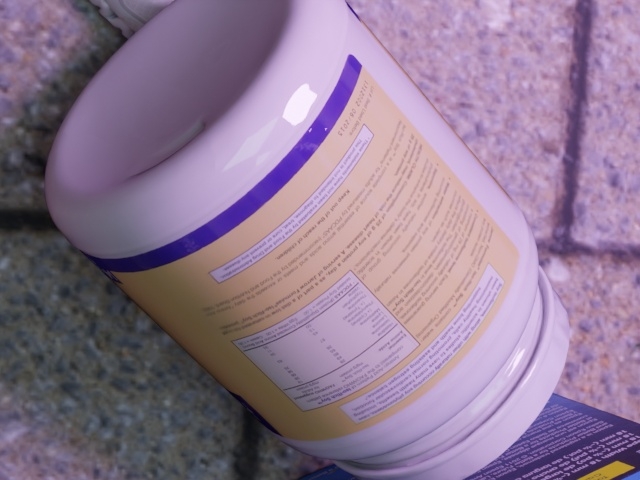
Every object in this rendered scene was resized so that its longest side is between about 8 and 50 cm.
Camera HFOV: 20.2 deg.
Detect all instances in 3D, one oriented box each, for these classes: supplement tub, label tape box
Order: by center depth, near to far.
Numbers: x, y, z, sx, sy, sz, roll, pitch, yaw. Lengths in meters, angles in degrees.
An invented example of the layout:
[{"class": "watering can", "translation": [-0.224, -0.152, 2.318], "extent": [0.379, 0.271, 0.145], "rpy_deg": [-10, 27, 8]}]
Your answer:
[{"class": "supplement tub", "translation": [0.000, 0.000, 1.239], "extent": [0.241, 0.241, 0.331], "rpy_deg": [-49, 121, -10]}, {"class": "label tape box", "translation": [0.134, 0.213, 1.272], "extent": [0.241, 0.334, 0.105], "rpy_deg": [-22, 102, -17]}]

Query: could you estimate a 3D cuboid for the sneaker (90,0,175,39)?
[{"class": "sneaker", "translation": [-0.135, -0.240, 1.252], "extent": [0.110, 0.118, 0.292], "rpy_deg": [-40, 108, -14]}]
